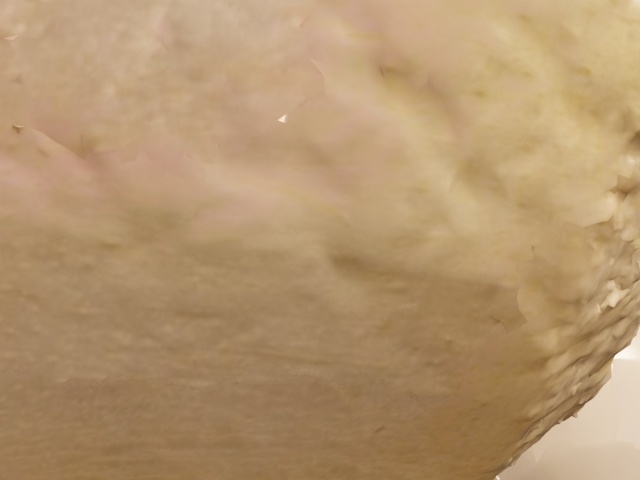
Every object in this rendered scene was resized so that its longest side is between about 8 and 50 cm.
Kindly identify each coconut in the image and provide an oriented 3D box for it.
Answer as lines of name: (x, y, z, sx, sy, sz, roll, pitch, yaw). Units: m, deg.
coconut: (-0.057, -0.045, 0.443, 0.239, 0.244, 0.239, -178, -90, -76)

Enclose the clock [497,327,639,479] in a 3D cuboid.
clock: (0.000, 0.000, 0.704, 0.342, 0.184, 0.325, 140, -58, -67)
